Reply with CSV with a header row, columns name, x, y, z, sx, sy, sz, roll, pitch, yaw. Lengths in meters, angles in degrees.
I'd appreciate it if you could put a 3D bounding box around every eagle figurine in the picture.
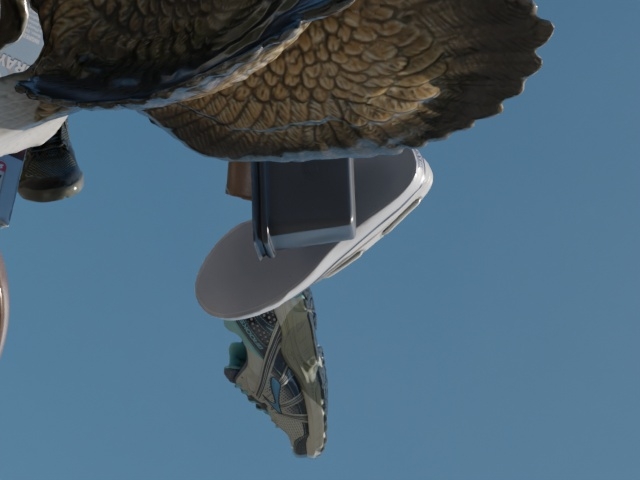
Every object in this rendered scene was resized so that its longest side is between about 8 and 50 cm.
name,x,y,z,sx,sy,sz,roll,pitch,yaw
eagle figurine,-0.063,-0.119,0.922,0.298,0.226,0.225,28,-38,25

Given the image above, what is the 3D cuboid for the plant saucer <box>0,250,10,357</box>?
name,x,y,z,sx,sy,sz,roll,pitch,yaw
plant saucer,-0.428,0.086,1.764,0.050,0.310,0.311,14,-55,43

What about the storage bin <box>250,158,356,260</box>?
name,x,y,z,sx,sy,sz,roll,pitch,yaw
storage bin,-0.015,-0.053,1.601,0.098,0.091,0.135,77,11,-72

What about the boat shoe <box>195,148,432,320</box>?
name,x,y,z,sx,sy,sz,roll,pitch,yaw
boat shoe,0.000,0.000,1.708,0.258,0.084,0.095,-31,-114,12

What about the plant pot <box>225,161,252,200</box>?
name,x,y,z,sx,sy,sz,roll,pitch,yaw
plant pot,-0.028,-0.118,1.861,0.167,0.167,0.165,14,-85,44

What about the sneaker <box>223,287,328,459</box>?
name,x,y,z,sx,sy,sz,roll,pitch,yaw
sneaker,-0.056,0.164,2.223,0.122,0.110,0.283,-6,-52,4

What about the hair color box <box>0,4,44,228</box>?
name,x,y,z,sx,sy,sz,roll,pitch,yaw
hair color box,-0.340,-0.180,1.640,0.113,0.375,0.185,24,-27,-33

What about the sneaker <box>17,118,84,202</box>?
name,x,y,z,sx,sy,sz,roll,pitch,yaw
sneaker,-0.353,-0.132,2.240,0.227,0.087,0.130,-114,-165,-63
